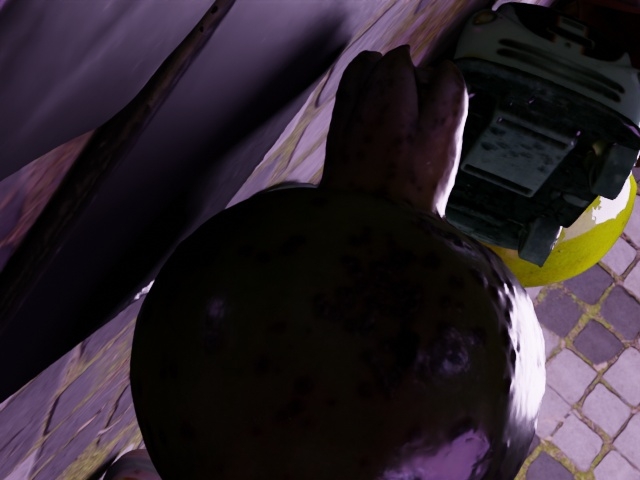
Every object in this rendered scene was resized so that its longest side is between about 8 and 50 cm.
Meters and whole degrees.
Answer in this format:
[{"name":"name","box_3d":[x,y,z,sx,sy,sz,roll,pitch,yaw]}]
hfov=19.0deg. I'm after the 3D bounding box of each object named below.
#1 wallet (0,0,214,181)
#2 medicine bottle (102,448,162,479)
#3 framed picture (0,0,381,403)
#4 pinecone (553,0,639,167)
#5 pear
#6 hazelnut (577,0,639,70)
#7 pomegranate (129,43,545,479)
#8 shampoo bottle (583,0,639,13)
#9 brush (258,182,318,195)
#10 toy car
[{"name":"wallet","box_3d":[-0.042,-0.077,0.412,0.168,0.052,0.245,-50,179,14]},{"name":"medicine bottle","box_3d":[-0.223,0.290,1.271,0.426,0.108,0.108,-39,170,-48]},{"name":"framed picture","box_3d":[-0.031,-0.061,0.763,0.338,0.014,0.255,-51,174,34]},{"name":"pinecone","box_3d":[0.297,-0.165,1.619,0.229,0.201,0.202,-18,142,-6]},{"name":"pear","box_3d":[0.195,-0.038,1.849,0.220,0.187,0.187,-26,172,-4]},{"name":"hazelnut","box_3d":[0.281,-0.164,1.356,0.229,0.229,0.229,-47,174,-6]},{"name":"pomegranate","box_3d":[0.014,0.033,0.868,0.202,0.202,0.247,62,40,-84]},{"name":"shampoo bottle","box_3d":[0.244,-0.242,1.232,0.244,0.085,0.085,-48,175,-17]},{"name":"brush","box_3d":[0.000,0.000,1.163,0.068,0.060,0.297,-52,173,14]},{"name":"toy car","box_3d":[0.134,-0.080,1.303,0.306,0.136,0.125,116,-4,-75]}]
